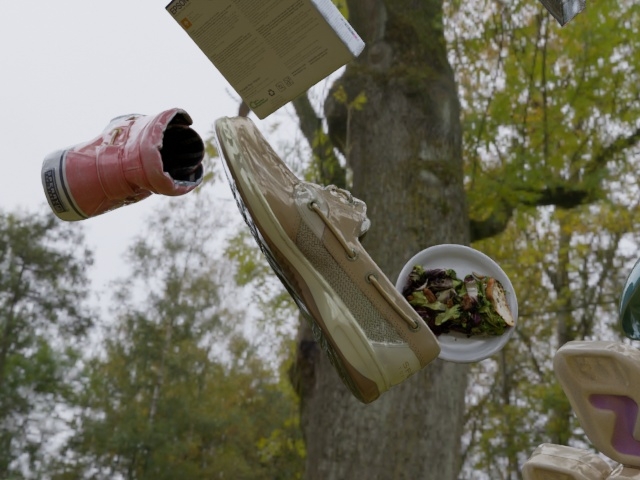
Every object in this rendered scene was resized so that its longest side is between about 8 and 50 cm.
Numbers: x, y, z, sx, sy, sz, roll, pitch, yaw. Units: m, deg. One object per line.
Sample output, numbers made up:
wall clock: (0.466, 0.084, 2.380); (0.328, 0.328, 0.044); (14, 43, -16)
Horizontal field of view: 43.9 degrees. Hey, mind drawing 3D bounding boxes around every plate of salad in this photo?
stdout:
plate of salad: (0.216, 0.094, 1.247); (0.199, 0.200, 0.048); (7, -24, -5)

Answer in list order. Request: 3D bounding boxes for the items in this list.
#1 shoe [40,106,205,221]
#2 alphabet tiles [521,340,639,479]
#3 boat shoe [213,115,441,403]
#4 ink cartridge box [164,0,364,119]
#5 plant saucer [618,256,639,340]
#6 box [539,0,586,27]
shoe: (-0.113, -0.058, 0.547); (0.081, 0.178, 0.064); (-11, -76, 12)
alphabet tiles: (0.217, 0.164, 0.344); (0.284, 0.021, 0.278); (-11, -70, 59)
boat shoe: (0.000, 0.000, 0.744); (0.098, 0.302, 0.109); (-30, -14, -9)
ink cartridge box: (-0.123, -0.456, 1.690); (0.324, 0.071, 0.330); (-23, -66, 44)
plant saucer: (0.500, 0.013, 0.981); (0.317, 0.044, 0.318); (-17, -36, -13)
box: (0.264, -0.401, 1.064); (0.044, 0.233, 0.159); (-41, -10, 16)
